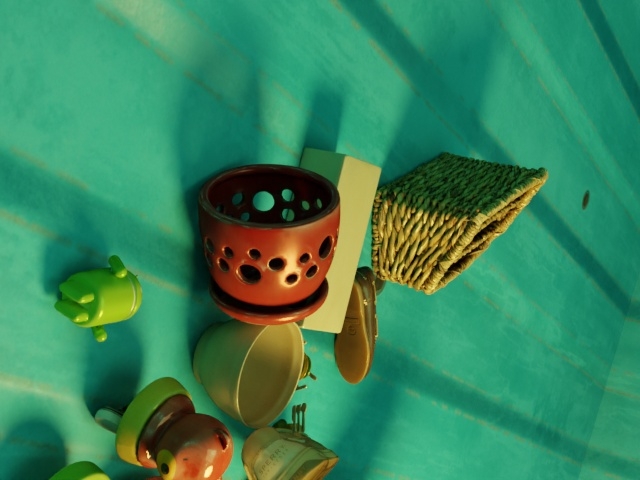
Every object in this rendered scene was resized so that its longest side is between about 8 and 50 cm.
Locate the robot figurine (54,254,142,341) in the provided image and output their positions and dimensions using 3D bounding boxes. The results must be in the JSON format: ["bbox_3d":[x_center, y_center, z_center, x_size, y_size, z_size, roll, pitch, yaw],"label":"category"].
[{"bbox_3d":[-0.262,0.067,1.272,0.115,0.067,0.101,-7,118,-58],"label":"robot figurine"}]

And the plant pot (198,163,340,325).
[{"bbox_3d":[-0.072,0.010,1.449,0.191,0.191,0.174,-33,135,-49],"label":"plant pot"}]

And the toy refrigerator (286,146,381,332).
[{"bbox_3d":[0.000,0.000,1.654,0.102,0.094,0.270,13,90,-52],"label":"toy refrigerator"}]

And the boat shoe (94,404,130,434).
[{"bbox_3d":[-0.249,0.237,1.389,0.142,0.049,0.040,54,49,-59],"label":"boat shoe"}]

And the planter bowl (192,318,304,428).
[{"bbox_3d":[-0.113,0.175,1.519,0.162,0.109,0.162,-33,131,-49],"label":"planter bowl"}]

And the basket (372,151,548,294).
[{"bbox_3d":[0.257,-0.015,1.938,0.299,0.223,0.214,-30,127,-51],"label":"basket"}]

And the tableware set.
[{"bbox_3d":[-0.045,0.239,1.676,0.024,0.104,0.154,15,65,-35],"label":"tableware set"}]

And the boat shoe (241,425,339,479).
[{"bbox_3d":[-0.051,0.330,1.585,0.122,0.110,0.341,-48,168,-13],"label":"boat shoe"}]

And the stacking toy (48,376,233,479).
[{"bbox_3d":[-0.225,0.364,1.338,0.279,0.130,0.309,-37,144,-43],"label":"stacking toy"}]

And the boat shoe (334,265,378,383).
[{"bbox_3d":[0.070,0.146,1.841,0.073,0.073,0.207,-26,124,-50],"label":"boat shoe"}]
